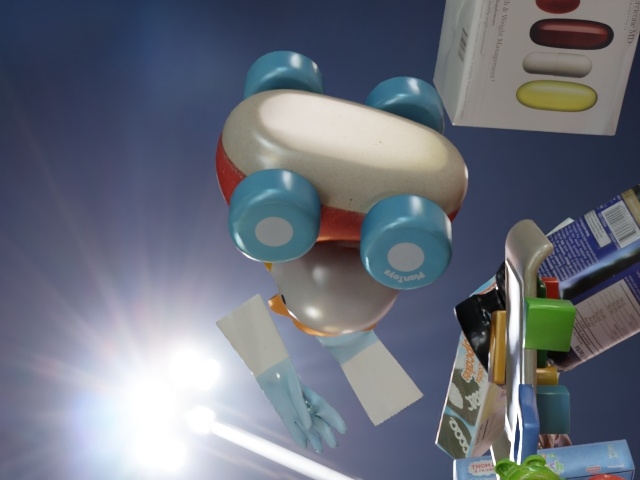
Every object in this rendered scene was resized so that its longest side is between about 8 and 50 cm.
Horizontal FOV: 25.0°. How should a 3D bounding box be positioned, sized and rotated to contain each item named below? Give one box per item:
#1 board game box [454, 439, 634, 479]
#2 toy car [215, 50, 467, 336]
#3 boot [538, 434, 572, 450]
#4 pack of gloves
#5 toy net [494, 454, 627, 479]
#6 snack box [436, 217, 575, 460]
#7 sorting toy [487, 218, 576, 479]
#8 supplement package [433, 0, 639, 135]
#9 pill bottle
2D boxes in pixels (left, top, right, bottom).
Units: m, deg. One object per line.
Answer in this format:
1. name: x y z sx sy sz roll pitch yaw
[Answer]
1. board game box: 0.206 0.268 1.377 0.211 0.160 0.039 86 177 -51
2. toy car: 0.000 0.000 1.252 0.219 0.210 0.238 -88 12 -52
3. boot: 0.332 0.326 2.074 0.096 0.280 0.264 -24 -58 3
4. pack of gloves: -0.011 0.160 1.878 0.195 0.232 0.046 -35 -1 27
5. toy net: 0.190 0.188 0.855 0.045 0.232 0.122 -84 17 -57
6. snack box: 0.245 0.135 1.821 0.187 0.060 0.322 -35 -29 -30
7. sorting toy: 0.165 0.089 1.112 0.347 0.047 0.196 -69 -18 -82
8. supplement package: 0.259 -0.246 1.734 0.149 0.203 0.194 -102 17 -60
9. pill bottle: 0.244 0.049 1.368 0.219 0.122 0.123 -30 -24 12
